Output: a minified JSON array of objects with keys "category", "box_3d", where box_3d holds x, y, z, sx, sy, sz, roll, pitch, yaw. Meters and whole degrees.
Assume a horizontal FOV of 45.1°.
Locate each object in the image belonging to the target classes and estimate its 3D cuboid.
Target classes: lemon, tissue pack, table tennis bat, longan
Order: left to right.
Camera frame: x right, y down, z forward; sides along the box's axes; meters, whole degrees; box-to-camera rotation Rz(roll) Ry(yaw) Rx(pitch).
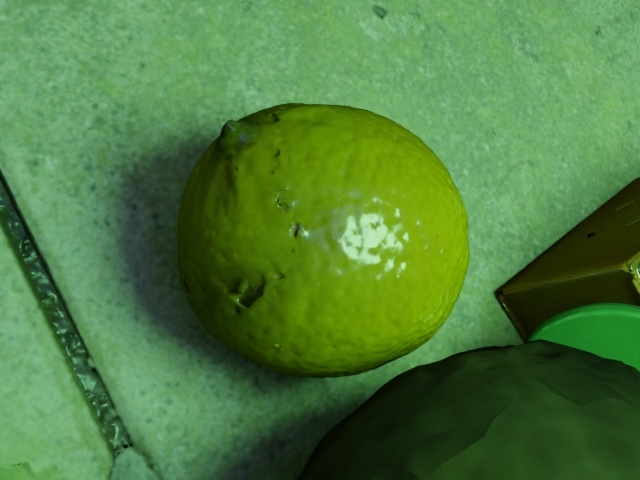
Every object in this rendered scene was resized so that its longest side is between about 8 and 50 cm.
[{"category":"lemon","box_3d":[0.008,0.002,0.648,0.253,0.228,0.228,16,71,-20]},{"category":"longan","box_3d":[0.150,0.264,0.558,0.391,0.391,0.391,6,75,-22]},{"category":"table tennis bat","box_3d":[0.223,0.135,0.715,0.039,0.257,0.160,-52,128,-58]},{"category":"tissue pack","box_3d":[0.363,0.028,0.810,0.274,0.194,0.145,-34,92,-26]}]
